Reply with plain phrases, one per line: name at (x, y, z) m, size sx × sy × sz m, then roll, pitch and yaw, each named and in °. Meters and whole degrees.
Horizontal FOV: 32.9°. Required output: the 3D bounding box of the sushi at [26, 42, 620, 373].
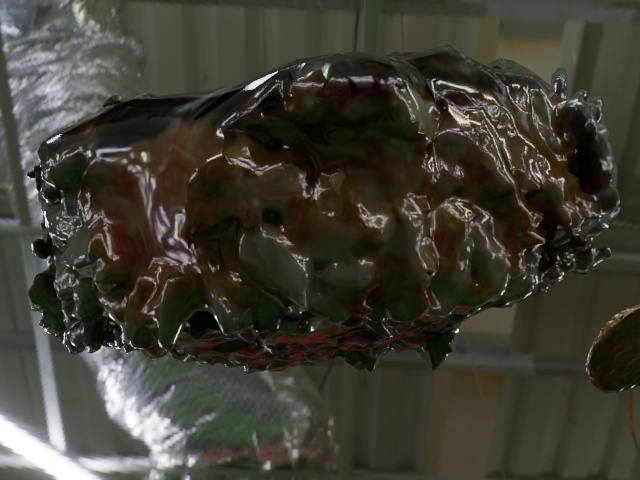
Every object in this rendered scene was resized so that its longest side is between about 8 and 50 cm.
sushi at (0.002, 0.000, 0.728) m, size 0.417 × 0.176 × 0.417 m, roll -8°, pitch -11°, yaw -2°

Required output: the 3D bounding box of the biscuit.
biscuit at (0.359, 0.083, 1.014) m, size 0.247 × 0.029 × 0.118 m, roll -9°, pitch -47°, yaw -15°
